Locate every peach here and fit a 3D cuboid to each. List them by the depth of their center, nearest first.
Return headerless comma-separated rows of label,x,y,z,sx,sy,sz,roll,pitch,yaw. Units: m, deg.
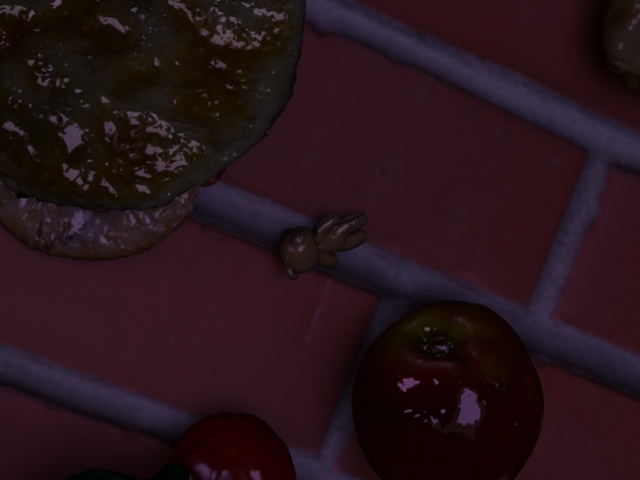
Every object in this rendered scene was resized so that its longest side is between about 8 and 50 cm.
peach,0.124,0.166,1.371,0.197,0.197,0.197,-1,95,-16

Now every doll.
doll,0.004,0.005,1.383,0.093,0.051,0.061,-7,125,-13

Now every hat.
hat,-0.143,0.289,1.287,0.332,0.274,0.242,-37,107,-38

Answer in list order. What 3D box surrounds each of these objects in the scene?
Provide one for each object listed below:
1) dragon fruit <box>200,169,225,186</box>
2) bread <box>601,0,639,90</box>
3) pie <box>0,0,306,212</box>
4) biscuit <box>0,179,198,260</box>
dragon fruit,-0.127,-0.085,1.336,0.060,0.056,0.083,-27,95,11
bread,0.360,-0.270,1.423,0.152,0.130,0.268,11,93,-21
pie,-0.169,-0.167,1.197,0.371,0.078,0.296,-24,115,8
biscuit,-0.208,-0.083,1.297,0.220,0.033,0.220,0,98,1
